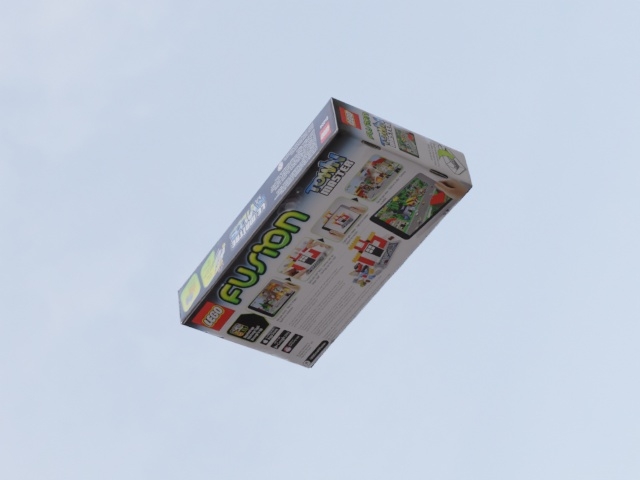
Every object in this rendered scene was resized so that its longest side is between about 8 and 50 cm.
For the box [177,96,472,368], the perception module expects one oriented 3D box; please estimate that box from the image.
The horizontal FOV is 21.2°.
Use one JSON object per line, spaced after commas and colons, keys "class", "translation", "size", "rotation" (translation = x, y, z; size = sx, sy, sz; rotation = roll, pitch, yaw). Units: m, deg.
{"class": "box", "translation": [0.000, 0.000, 1.199], "size": [0.114, 0.036, 0.207], "rotation": [22, -53, -27]}
